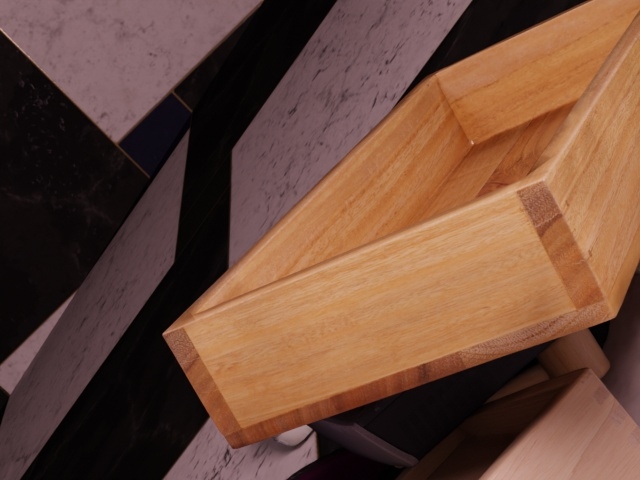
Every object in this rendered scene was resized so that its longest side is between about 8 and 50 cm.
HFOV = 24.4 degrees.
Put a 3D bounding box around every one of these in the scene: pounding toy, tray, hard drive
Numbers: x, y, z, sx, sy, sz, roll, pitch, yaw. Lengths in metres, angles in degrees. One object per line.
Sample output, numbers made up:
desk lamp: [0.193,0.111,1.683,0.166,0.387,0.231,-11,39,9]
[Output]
pounding toy: [0.104,0.133,0.773,0.206,0.094,0.181,-41,4,-32]
tray: [0.097,-0.040,0.814,0.203,0.076,0.411,-23,12,29]
hard drive: [0.052,0.054,0.877,0.172,0.054,0.255,-40,12,-10]

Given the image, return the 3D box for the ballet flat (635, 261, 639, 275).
ballet flat: [0.214,-0.009,0.766,0.168,0.057,0.052,-41,32,48]

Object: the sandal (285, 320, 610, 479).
sandal: [0.010,0.186,0.920,0.445,0.107,0.167,-57,15,-2]

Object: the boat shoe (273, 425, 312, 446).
boat shoe: [0.004,0.063,1.241,0.227,0.081,0.079,-57,15,4]
